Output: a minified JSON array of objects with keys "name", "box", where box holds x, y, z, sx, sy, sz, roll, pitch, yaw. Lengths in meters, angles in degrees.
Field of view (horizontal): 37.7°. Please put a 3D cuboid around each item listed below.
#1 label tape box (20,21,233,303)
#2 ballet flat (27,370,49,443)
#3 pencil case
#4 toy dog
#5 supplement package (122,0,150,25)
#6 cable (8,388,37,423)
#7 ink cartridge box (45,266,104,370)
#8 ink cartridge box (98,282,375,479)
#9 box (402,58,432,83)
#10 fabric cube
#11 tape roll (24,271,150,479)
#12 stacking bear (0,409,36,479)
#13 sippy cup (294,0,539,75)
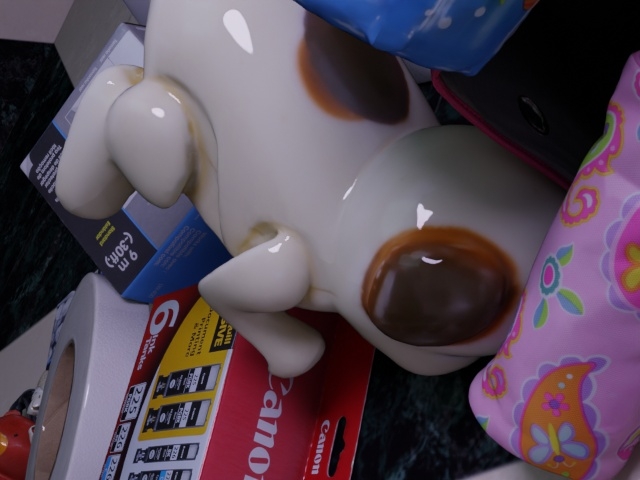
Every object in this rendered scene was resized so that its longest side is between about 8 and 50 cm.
[{"name":"label tape box","box":[-0.175,-0.058,1.122,0.334,0.106,0.241,48,113,16]},{"name":"ballet flat","box":[-0.410,0.265,1.400,0.057,0.052,0.168,-48,50,38]},{"name":"pencil case","box":[0.195,0.018,0.591,0.124,0.124,0.284,-113,35,-54]},{"name":"toy dog","box":[0.035,-0.062,0.795,0.408,0.284,0.395,41,126,22]},{"name":"supplement package","box":[-0.075,-0.317,1.171,0.293,0.175,0.178,13,69,23]},{"name":"cable","box":[-0.504,0.332,1.553,0.150,0.047,0.184,10,76,64]},{"name":"ink cartridge box","box":[-0.367,0.137,1.502,0.208,0.045,0.206,-39,36,31]},{"name":"ink cartridge box","box":[-0.093,0.195,0.952,0.272,0.130,0.309,-19,49,47]},{"name":"box","box":[0.094,-0.244,1.066,0.087,0.102,0.101,-2,62,54]},{"name":"fabric cube","box":[0.235,-0.207,0.670,0.259,0.254,0.258,-38,38,33]},{"name":"tape roll","box":[-0.307,0.236,1.200,0.392,0.072,0.392,-165,90,-69]},{"name":"stacking bear","box":[-0.512,0.393,1.398,0.175,0.164,0.289,21,69,29]},{"name":"sippy cup","box":[0.066,-0.219,0.487,0.224,0.240,0.305,-60,-15,23]}]
